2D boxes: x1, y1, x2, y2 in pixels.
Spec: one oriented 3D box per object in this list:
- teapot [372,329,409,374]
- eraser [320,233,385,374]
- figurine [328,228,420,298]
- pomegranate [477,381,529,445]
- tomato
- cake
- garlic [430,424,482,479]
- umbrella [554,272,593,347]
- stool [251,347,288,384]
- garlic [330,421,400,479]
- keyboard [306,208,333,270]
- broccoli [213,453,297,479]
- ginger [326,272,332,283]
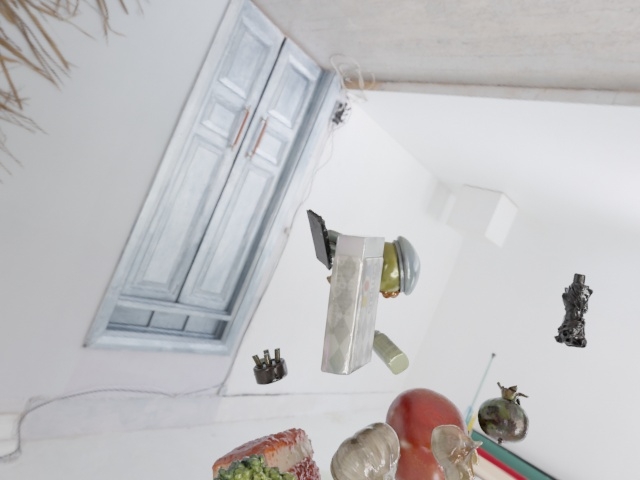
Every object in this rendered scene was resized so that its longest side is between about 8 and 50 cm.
[{"bbox_3d":[0.248,0.415,1.522,0.107,0.077,0.200,65,170,-22],"label":"teapot"},{"bbox_3d":[0.103,0.181,1.227,0.082,0.397,0.213,8,-177,28],"label":"eraser"},{"bbox_3d":[0.186,0.081,1.449,0.381,0.225,0.205,7,160,-24],"label":"figurine"},{"bbox_3d":[0.561,0.528,1.244,0.148,0.169,0.149,41,153,26],"label":"pomegranate"},{"bbox_3d":[0.357,0.681,1.409,0.289,0.293,0.325,14,-148,14],"label":"tomato"},{"bbox_3d":[-0.167,0.797,1.303,0.269,0.320,0.270,-26,159,22],"label":"cake"},{"bbox_3d":[0.366,0.577,1.090,0.123,0.175,0.099,-13,157,-3],"label":"garlic"},{"bbox_3d":[0.944,0.258,1.535,0.110,0.273,0.122,6,173,34],"label":"umbrella"},{"bbox_3d":[-0.202,0.481,1.574,0.125,0.121,0.217,-16,176,-24],"label":"stool"},{"bbox_3d":[0.150,0.622,1.113,0.212,0.218,0.218,51,-165,32],"label":"garlic"},{"bbox_3d":[0.001,-0.001,1.214,0.072,0.023,0.231,39,156,33],"label":"keyboard"},{"bbox_3d":[-0.087,0.531,0.725,0.243,0.263,0.247,-2,-157,30],"label":"broccoli"},{"bbox_3d":[0.089,0.185,1.924,0.176,0.053,0.193,4,133,39],"label":"ginger"}]
